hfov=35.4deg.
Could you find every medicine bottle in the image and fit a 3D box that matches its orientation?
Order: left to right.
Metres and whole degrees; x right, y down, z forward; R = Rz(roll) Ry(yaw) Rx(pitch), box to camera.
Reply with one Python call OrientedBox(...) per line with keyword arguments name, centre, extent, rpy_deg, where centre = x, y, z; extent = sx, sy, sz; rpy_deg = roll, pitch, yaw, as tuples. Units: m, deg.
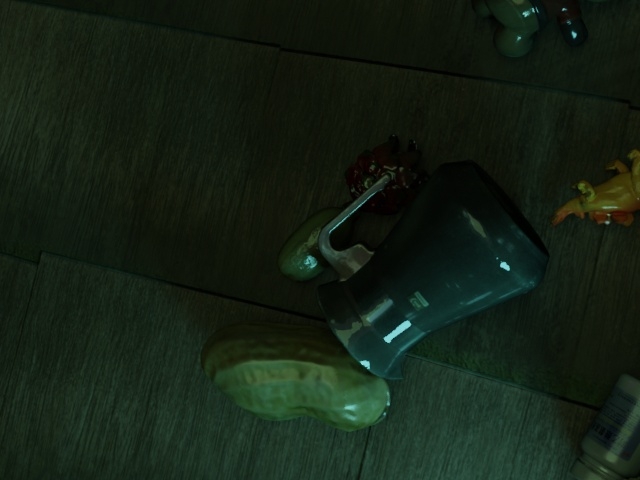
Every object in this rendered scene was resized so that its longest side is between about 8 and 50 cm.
OrientedBox(name="medicine bottle", centre=(0.485, 0.315, 1.613), extent=(0.103, 0.103, 0.186), rpy_deg=(31, 93, 18))

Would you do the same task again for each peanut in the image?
OrientedBox(name="peanut", centre=(-0.045, 0.228, 1.755), extent=(0.340, 0.158, 0.174), rpy_deg=(2, 63, 13))

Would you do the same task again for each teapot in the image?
OrientedBox(name="teapot", centre=(0.167, 0.034, 1.667), extent=(0.344, 0.253, 0.300), rpy_deg=(-40, 90, 13))

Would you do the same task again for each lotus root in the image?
OrientedBox(name="lotus root", centre=(0.000, 0.000, 1.803), extent=(0.183, 0.090, 0.077), rpy_deg=(-43, 46, 5))

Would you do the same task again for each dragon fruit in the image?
OrientedBox(name="dragon fruit", centre=(0.114, -0.110, 1.772), extent=(0.142, 0.121, 0.130), rpy_deg=(-9, 114, -10))

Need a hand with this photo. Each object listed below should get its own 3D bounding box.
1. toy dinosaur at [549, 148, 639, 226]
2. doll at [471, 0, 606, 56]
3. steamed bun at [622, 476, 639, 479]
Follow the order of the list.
OrientedBox(name="toy dinosaur", centre=(0.519, -0.084, 1.674), extent=(0.288, 0.070, 0.117), rpy_deg=(-30, 87, 15))
OrientedBox(name="doll", centre=(0.406, -0.465, 1.698), extent=(0.330, 0.174, 0.235), rpy_deg=(-33, 69, 12))
OrientedBox(name="steamed bun", centre=(0.547, 0.447, 1.547), extent=(0.292, 0.137, 0.295), rpy_deg=(2, 120, 0))
